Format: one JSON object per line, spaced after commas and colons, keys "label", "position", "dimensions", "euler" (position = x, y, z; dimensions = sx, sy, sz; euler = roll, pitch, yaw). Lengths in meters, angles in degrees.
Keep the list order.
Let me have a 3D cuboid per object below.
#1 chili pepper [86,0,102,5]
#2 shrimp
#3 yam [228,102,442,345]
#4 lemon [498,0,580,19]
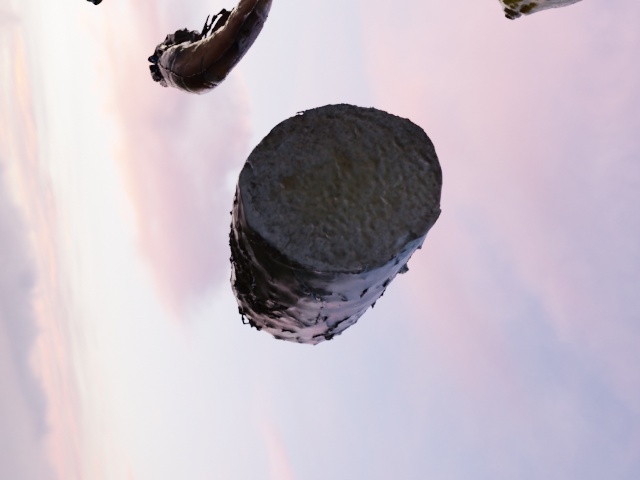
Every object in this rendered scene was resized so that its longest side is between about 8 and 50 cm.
{"label": "chili pepper", "position": [-0.314, -0.432, 1.117], "dimensions": [0.062, 0.216, 0.108], "euler": [29, -56, 3]}
{"label": "shrimp", "position": [-0.138, -0.285, 0.947], "dimensions": [0.290, 0.054, 0.222], "euler": [13, -106, 58]}
{"label": "yam", "position": [0.000, 0.000, 0.977], "dimensions": [0.241, 0.241, 0.348], "euler": [65, -22, 21]}
{"label": "lemon", "position": [0.383, -0.521, 1.197], "dimensions": [0.268, 0.268, 0.322], "euler": [39, -76, 50]}
